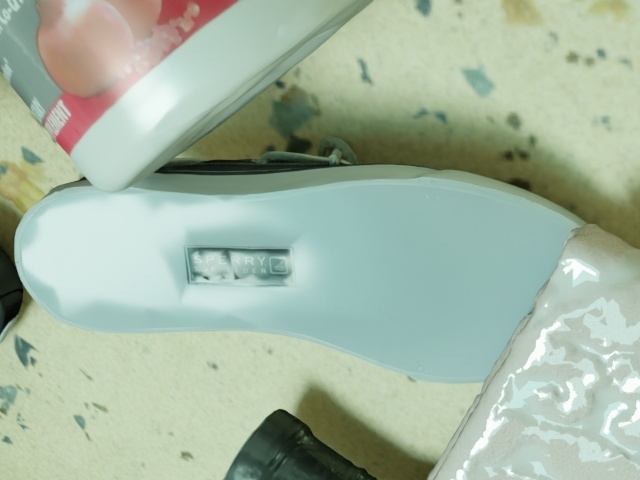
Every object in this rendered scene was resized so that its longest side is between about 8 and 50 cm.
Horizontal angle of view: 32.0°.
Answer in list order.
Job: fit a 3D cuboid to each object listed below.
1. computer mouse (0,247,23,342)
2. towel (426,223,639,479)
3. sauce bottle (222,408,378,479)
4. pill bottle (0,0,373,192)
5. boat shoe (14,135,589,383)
[{"bbox_3d":[-0.317,0.022,0.902,0.184,0.060,0.262,47,145,2],"label":"computer mouse"},{"bbox_3d":[0.193,0.199,0.536,0.332,0.053,0.317,29,114,6],"label":"towel"},{"bbox_3d":[0.092,0.230,0.687,0.344,0.111,0.111,31,135,14],"label":"sauce bottle"},{"bbox_3d":[-0.126,-0.194,0.498,0.318,0.176,0.176,52,137,-5],"label":"pill bottle"},{"bbox_3d":[0.000,0.004,0.597,0.306,0.105,0.113,-1,111,11],"label":"boat shoe"}]
